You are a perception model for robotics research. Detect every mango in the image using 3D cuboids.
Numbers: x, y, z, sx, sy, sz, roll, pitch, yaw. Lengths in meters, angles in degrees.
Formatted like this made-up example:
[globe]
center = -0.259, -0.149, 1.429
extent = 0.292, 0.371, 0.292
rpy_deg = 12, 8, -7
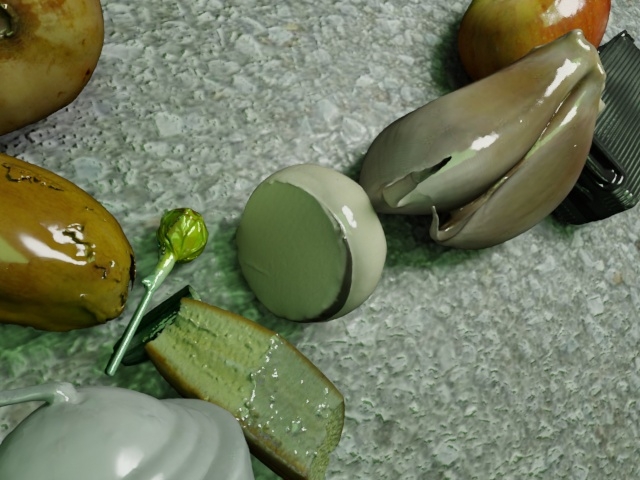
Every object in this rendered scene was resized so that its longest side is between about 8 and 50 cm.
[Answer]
[mango]
center = -0.296, 0.006, 0.400
extent = 0.248, 0.151, 0.156
rpy_deg = 26, 100, -18

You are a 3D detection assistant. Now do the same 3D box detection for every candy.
[candy]
center = -0.168, 0.045, 0.450
extent = 0.058, 0.062, 0.194
rpy_deg = -1, 50, 22

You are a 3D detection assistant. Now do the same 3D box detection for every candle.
[candle]
center = -0.136, 0.244, 0.305
extent = 0.221, 0.221, 0.343
rpy_deg = -12, 100, -23

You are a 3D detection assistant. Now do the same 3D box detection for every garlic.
[garlic]
center = 0.194, -0.076, 0.549
extent = 0.340, 0.245, 0.232
rpy_deg = -40, 107, -30

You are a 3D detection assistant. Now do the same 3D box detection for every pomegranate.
[pomegranate]
center = -0.338, -0.229, 0.396
extent = 0.252, 0.229, 0.270
rpy_deg = -40, 60, -16

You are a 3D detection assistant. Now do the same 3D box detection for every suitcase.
[suitcase]
center = 0.456, -0.184, 0.723
extent = 0.202, 0.128, 0.312
rpy_deg = 46, 66, -4

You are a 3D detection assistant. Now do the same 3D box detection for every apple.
[apple]
center = 0.322, -0.318, 0.675
extent = 0.235, 0.210, 0.173
rpy_deg = -48, 126, -13

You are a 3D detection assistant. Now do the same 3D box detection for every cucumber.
[cucumber]
center = -0.167, 0.094, 0.466
extent = 0.105, 0.048, 0.048
rpy_deg = -37, 91, -21

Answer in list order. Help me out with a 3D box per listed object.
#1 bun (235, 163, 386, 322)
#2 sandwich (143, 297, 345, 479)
[bun]
center = 0.000, 0.000, 0.492
extent = 0.119, 0.172, 0.173
rpy_deg = -19, 83, -48
[sandwich]
center = -0.052, 0.163, 0.445
extent = 0.258, 0.096, 0.094
rpy_deg = 47, 54, -19
